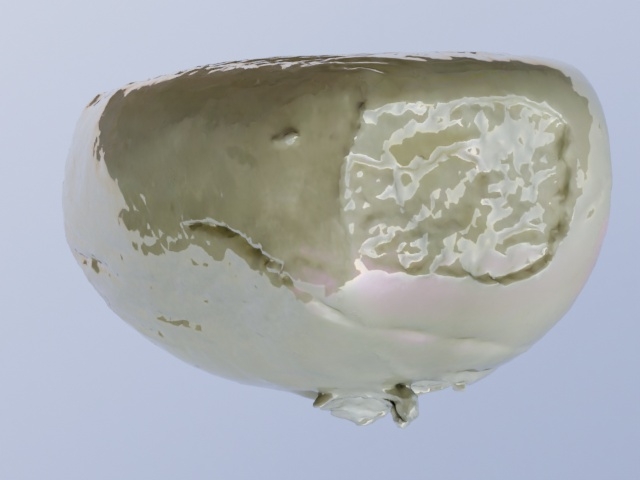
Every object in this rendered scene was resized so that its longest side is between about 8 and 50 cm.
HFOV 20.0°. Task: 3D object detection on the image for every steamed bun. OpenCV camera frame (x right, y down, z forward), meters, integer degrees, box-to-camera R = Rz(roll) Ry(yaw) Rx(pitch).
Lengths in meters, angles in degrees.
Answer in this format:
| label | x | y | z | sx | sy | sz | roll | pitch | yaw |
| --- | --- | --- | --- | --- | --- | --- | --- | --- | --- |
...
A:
| label | x | y | z | sx | sy | sz | roll | pitch | yaw |
| --- | --- | --- | --- | --- | --- | --- | --- | --- | --- |
| steamed bun | 0.000 | 0.000 | 0.762 | 0.170 | 0.152 | 0.239 | -2 | 179 | -35 |
